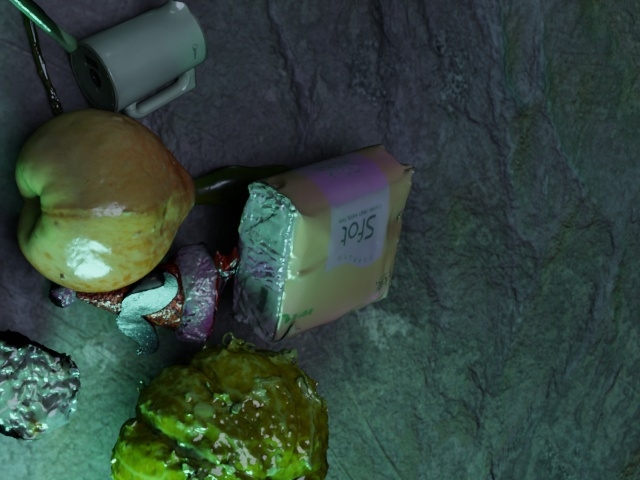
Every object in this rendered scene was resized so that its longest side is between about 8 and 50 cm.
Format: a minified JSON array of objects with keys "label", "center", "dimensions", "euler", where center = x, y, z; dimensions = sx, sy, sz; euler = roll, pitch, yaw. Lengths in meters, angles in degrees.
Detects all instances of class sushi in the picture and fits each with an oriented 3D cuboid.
[{"label":"sushi","center":[-0.396,0.171,1.794],"dimensions":[0.212,0.115,0.147],"euler":[18,84,-32]}]

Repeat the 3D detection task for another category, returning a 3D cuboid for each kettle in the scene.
[{"label":"kettle","center":[-0.216,-0.217,1.869],"dimensions":[0.148,0.098,0.127],"euler":[-32,107,-29]}]

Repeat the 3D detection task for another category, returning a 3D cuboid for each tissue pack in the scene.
[{"label":"tissue pack","center":[0.000,0.000,1.974],"dimensions":[0.256,0.123,0.215],"euler":[-22,131,-50]}]

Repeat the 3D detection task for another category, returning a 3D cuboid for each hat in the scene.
[{"label":"hat","center":[-0.225,0.063,1.895],"dimensions":[0.227,0.140,0.129],"euler":[1,67,-21]}]

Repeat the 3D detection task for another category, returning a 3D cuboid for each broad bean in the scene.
[{"label":"broad bean","center":[-0.070,-0.072,2.014],"dimensions":[0.297,0.043,0.060],"euler":[2,105,-34]}]

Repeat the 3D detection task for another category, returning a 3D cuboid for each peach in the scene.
[{"label":"peach","center":[-0.250,-0.051,1.806],"dimensions":[0.232,0.232,0.233],"euler":[-5,99,-32]}]

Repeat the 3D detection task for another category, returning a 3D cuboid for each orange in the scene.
[{"label":"orange","center":[-0.109,0.280,1.925],"dimensions":[0.301,0.223,0.300],"euler":[-31,127,-31]}]

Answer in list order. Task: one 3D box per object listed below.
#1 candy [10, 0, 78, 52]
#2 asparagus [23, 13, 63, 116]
[{"label":"candy","center":[-0.424,-0.346,1.661],"dimensions":[0.440,0.119,0.119],"euler":[44,73,-35]},{"label":"asparagus","center":[-0.338,-0.218,1.836],"dimensions":[0.016,0.016,0.163],"euler":[-32,113,-46]}]
